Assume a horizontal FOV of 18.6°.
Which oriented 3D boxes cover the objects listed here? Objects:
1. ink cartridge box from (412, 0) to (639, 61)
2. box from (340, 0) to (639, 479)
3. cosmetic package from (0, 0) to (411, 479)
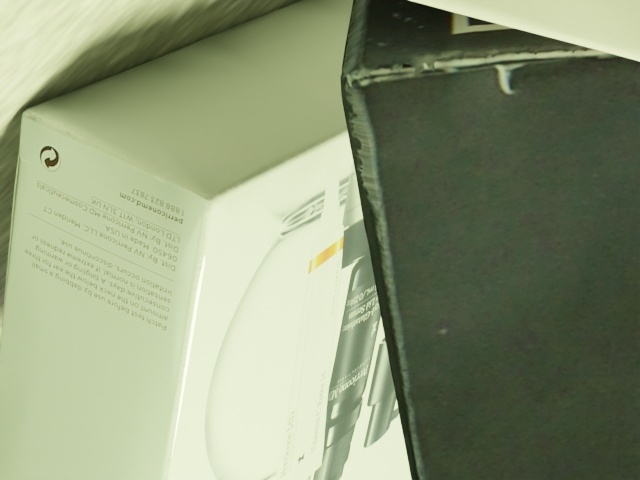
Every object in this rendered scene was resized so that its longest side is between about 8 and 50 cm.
[{"bbox_3d":[0.129,-0.140,0.401,0.283,0.207,0.117,-34,131,-38],"label":"ink cartridge box"},{"bbox_3d":[0.168,-0.040,0.531,0.294,0.183,0.296,-5,-153,7],"label":"box"},{"bbox_3d":[0.001,0.035,0.900,0.377,0.097,0.284,-31,140,-52],"label":"cosmetic package"}]
